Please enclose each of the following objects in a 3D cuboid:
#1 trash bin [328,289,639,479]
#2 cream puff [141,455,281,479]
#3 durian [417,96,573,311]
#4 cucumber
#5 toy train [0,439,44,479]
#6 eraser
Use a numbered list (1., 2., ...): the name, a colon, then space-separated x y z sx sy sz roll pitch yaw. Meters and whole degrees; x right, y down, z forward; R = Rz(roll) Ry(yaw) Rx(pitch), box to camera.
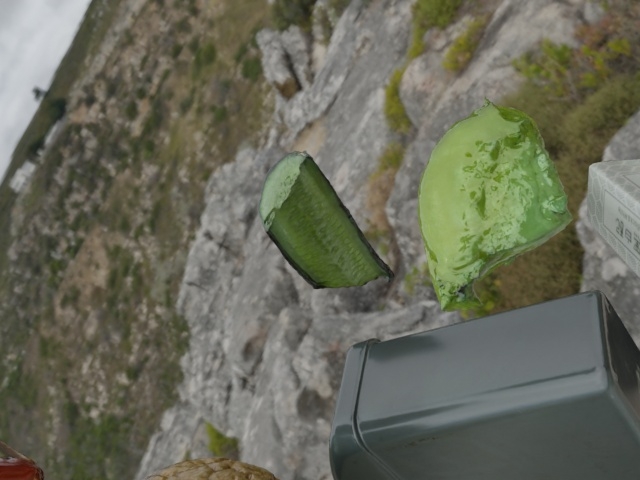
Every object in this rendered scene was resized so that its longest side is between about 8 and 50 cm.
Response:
1. trash bin: 0.122 0.138 0.548 0.236 0.176 0.101 -21 34 30
2. cream puff: -0.040 0.237 0.485 0.169 0.183 0.183 -13 49 42
3. durian: 0.283 -0.063 1.269 0.256 0.204 0.339 -18 76 17
4. cucumber: 0.000 0.000 0.663 0.070 0.220 0.046 -45 52 -4
5. toy train: -0.286 0.150 0.373 0.369 0.232 0.163 -6 75 54
6. eraser: 0.425 0.004 0.878 0.404 0.097 0.098 -86 -9 -69
